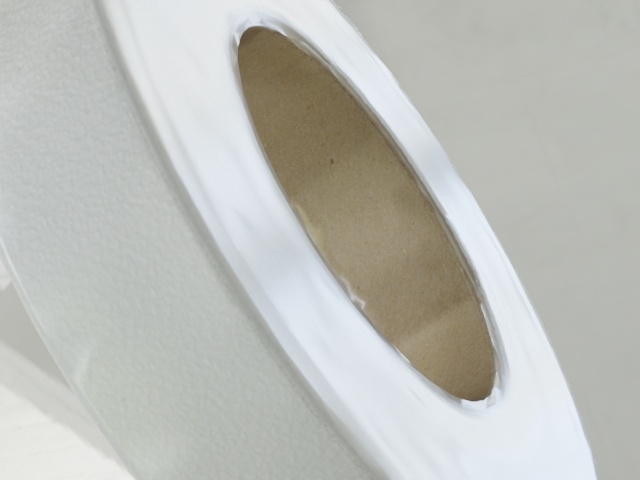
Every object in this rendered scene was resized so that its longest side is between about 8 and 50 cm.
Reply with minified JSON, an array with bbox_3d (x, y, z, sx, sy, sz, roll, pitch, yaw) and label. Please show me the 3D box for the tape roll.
[{"bbox_3d":[0.000,0.000,0.547,0.392,0.072,0.392,48,-160,-24],"label":"tape roll"}]
